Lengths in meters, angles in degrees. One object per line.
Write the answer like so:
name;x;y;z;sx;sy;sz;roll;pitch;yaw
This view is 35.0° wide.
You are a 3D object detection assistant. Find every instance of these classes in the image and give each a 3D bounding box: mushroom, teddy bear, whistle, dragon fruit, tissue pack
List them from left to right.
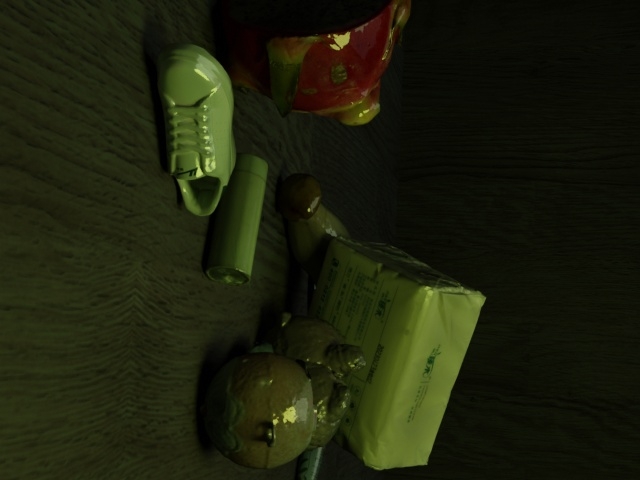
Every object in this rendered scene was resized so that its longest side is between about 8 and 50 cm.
whistle;-0.108;0.246;1.622;0.348;0.189;0.189;-124;-148;-74
teddy bear;-0.026;0.252;1.811;0.151;0.236;0.267;41;23;-40
dragon fruit;-0.007;-0.299;1.613;0.305;0.306;0.225;-76;166;-47
mushroom;0.000;0.000;2.070;0.350;0.128;0.128;64;29;-49
tissue pack;0.116;0.214;1.985;0.207;0.297;0.380;6;107;-45

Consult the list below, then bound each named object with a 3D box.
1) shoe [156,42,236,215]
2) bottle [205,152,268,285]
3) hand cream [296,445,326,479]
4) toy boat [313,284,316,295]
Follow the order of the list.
shoe;-0.164;-0.138;1.348;0.265;0.095;0.110;79;18;-56
bottle;-0.129;-0.034;1.584;0.072;0.072;0.201;70;25;-62
hand cream;-0.028;0.531;2.222;0.088;0.055;0.256;87;12;-63
toy boat;-0.008;0.133;2.303;0.096;0.034;0.122;60;34;-58
